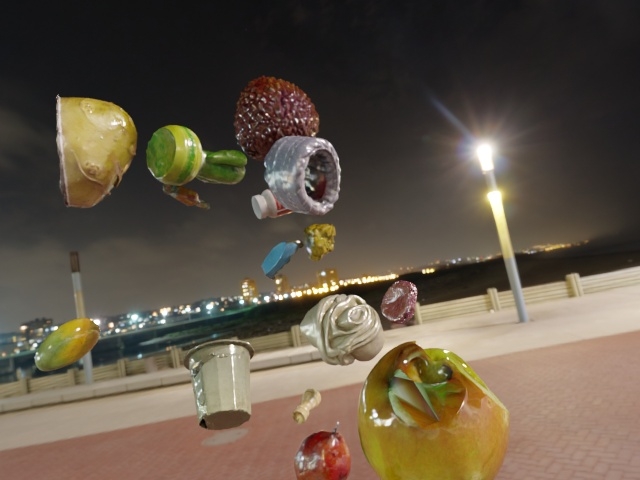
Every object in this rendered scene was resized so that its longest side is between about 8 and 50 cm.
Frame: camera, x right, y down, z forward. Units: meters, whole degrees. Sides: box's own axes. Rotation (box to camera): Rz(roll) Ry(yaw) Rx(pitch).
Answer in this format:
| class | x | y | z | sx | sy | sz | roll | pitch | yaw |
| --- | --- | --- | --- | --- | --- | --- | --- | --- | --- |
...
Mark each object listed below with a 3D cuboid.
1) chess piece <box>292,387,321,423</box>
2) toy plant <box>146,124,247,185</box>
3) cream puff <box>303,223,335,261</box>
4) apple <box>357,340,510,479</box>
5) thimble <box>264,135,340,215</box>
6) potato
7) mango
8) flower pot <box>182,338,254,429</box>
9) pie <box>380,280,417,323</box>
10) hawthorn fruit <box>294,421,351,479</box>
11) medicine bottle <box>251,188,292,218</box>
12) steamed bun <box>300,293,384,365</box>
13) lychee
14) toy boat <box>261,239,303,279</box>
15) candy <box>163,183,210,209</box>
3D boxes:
| class | x | y | z | sx | sy | sz | roll | pitch | yaw |
| --- | --- | --- | --- | --- | --- | --- | --- | --- | --- |
| chess piece | -0.048 | 0.557 | 1.403 | 0.066 | 0.066 | 0.122 | -15 | 10 | 26 |
| toy plant | -0.384 | -0.259 | 1.385 | 0.224 | 0.185 | 0.315 | -14 | -11 | 35 |
| cream puff | 0.000 | 0.000 | 1.582 | 0.116 | 0.146 | 0.146 | -16 | -6 | -11 |
| apple | 0.260 | 0.409 | 1.004 | 0.374 | 0.374 | 0.384 | -17 | 33 | 37 |
| thimble | -0.052 | -0.196 | 1.262 | 0.172 | 0.236 | 0.205 | 16 | 57 | 41 |
| potato | -0.610 | -0.242 | 1.159 | 0.196 | 0.300 | 0.246 | -2 | -4 | -25 |
| mango | -0.771 | 0.317 | 1.284 | 0.091 | 0.130 | 0.195 | 21 | 46 | 23 |
| flower pot | -0.290 | 0.421 | 1.212 | 0.212 | 0.203 | 0.212 | -8 | -41 | -7 |
| pie | 0.261 | 0.205 | 1.400 | 0.038 | 0.154 | 0.153 | 19 | -24 | -34 |
| hawthorn fruit | 0.012 | 0.680 | 1.329 | 0.181 | 0.235 | 0.181 | 16 | 14 | -4 |
| medicine bottle | -0.176 | -0.183 | 1.901 | 0.250 | 0.131 | 0.131 | -19 | -3 | -24 |
| steamed bun | 0.105 | 0.332 | 1.714 | 0.309 | 0.220 | 0.324 | -7 | 35 | -30 |
| lychee | -0.154 | -0.412 | 1.461 | 0.306 | 0.330 | 0.306 | -21 | -11 | -4 |
| toy boat | -0.140 | 0.063 | 1.561 | 0.077 | 0.075 | 0.185 | 18 | -60 | -43 |
| candy | -0.461 | -0.150 | 1.440 | 0.046 | 0.053 | 0.182 | -19 | -31 | 36 |
